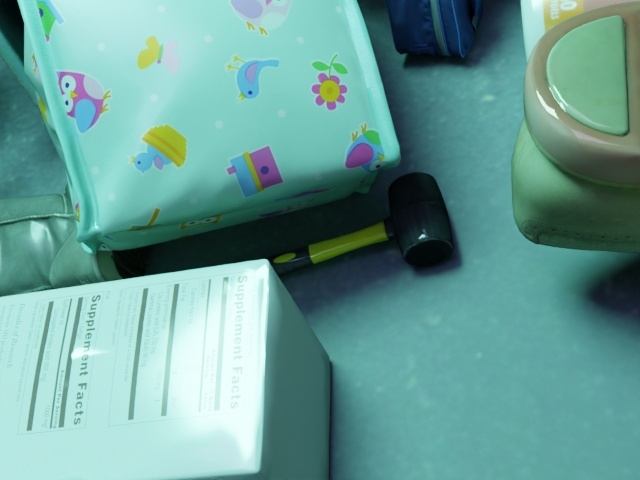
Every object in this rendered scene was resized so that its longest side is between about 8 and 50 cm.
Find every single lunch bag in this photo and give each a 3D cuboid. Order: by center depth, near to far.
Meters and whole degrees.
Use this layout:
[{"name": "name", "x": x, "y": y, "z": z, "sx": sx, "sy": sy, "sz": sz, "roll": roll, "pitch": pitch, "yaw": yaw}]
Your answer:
[{"name": "lunch bag", "x": -0.089, "y": -0.141, "z": 0.743, "sx": 0.224, "sy": 0.160, "sz": 0.262, "roll": -15, "pitch": 85, "yaw": -9}, {"name": "lunch bag", "x": 0.090, "y": -0.190, "z": 0.826, "sx": 0.065, "sy": 0.098, "sz": 0.067, "roll": 7, "pitch": 56, "yaw": 21}]

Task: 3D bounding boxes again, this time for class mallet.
[{"name": "mallet", "x": 0.000, "y": 0.000, "z": 0.775, "sx": 0.190, "sy": 0.039, "sz": 0.062, "roll": -12, "pitch": 56, "yaw": 17}]

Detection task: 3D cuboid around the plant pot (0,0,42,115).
[{"name": "plant pot", "x": -0.171, "y": -0.284, "z": 0.903, "sx": 0.248, "sy": 0.247, "sz": 0.252, "roll": -24, "pitch": 45, "yaw": 3}]

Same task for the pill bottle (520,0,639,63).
[{"name": "pill bottle", "x": 0.249, "y": -0.151, "z": 0.727, "sx": 0.216, "sy": 0.121, "sz": 0.121, "roll": -5, "pitch": 57, "yaw": 17}]

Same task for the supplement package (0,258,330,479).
[{"name": "supplement package", "x": -0.127, "y": 0.115, "z": 0.678, "sx": 0.244, "sy": 0.139, "sz": 0.133, "roll": -8, "pitch": 57, "yaw": 13}]

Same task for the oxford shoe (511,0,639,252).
[{"name": "oxford shoe", "x": 0.304, "y": -0.061, "z": 0.648, "sx": 0.397, "sy": 0.146, "sz": 0.140, "roll": 1, "pitch": 55, "yaw": -3}]

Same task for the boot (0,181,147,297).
[{"name": "boot", "x": -0.236, "y": -0.025, "z": 0.860, "sx": 0.209, "sy": 0.076, "sz": 0.189, "roll": -10, "pitch": 53, "yaw": 22}]
